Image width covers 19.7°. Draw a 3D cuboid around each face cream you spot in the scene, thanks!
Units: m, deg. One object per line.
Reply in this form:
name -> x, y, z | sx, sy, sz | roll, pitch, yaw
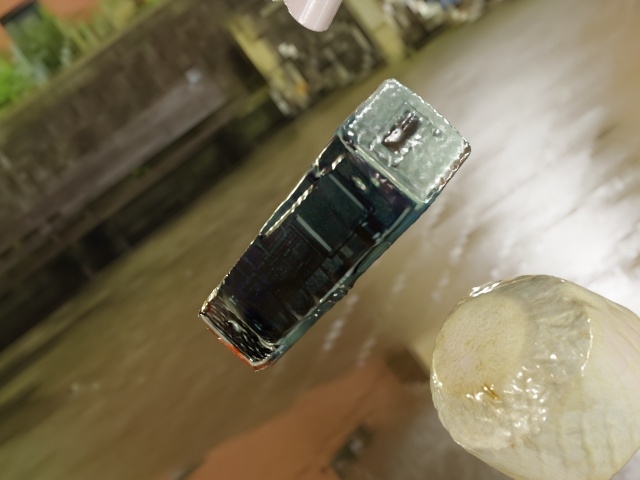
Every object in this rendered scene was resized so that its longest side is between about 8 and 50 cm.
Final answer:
face cream -> 0.024, -0.315, 1.893 | 0.198, 0.057, 0.084 | -63, 28, 29

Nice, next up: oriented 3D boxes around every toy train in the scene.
toy train -> 0.000, 0.000, 1.468 | 0.089, 0.086, 0.409 | -50, 0, -27

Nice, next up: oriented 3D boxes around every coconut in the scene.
coconut -> 0.310, 0.196, 2.484 | 0.329, 0.329, 0.329 | -36, 7, 5
